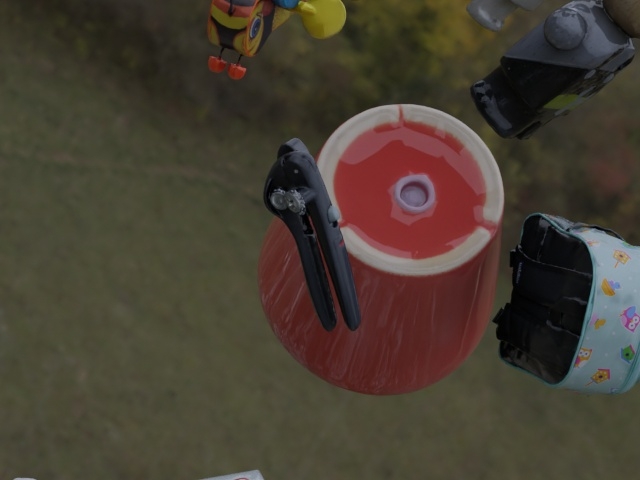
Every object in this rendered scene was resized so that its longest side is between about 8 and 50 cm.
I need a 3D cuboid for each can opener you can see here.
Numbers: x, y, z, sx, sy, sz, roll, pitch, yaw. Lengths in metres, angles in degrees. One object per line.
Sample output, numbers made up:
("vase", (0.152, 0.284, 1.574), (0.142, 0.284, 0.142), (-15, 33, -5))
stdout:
("can opener", (0.000, 0.000, 1.730), (0.059, 0.186, 0.073), (-5, 22, 38))

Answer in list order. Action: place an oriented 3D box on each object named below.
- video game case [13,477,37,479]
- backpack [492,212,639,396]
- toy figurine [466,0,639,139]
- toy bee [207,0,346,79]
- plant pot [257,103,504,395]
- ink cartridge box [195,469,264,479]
("video game case", (-0.249, 0.383, 1.788), (0.025, 0.285, 0.204), (-2, -20, 22))
("backpack", (0.263, 0.069, 1.866), (0.144, 0.165, 0.188), (14, 6, -11))
("toy figurine", (0.098, -0.184, 1.028), (0.209, 0.148, 0.213), (40, 24, -24))
("toy bee", (-0.089, -0.280, 2.255), (0.298, 0.162, 0.195), (-11, 34, -44))
("plant pot", (0.076, -0.004, 2.020), (0.275, 0.275, 0.243), (35, -24, 8))
("ink cartridge box", (-0.126, 0.256, 1.475), (0.208, 0.086, 0.153), (-8, 18, -13))
